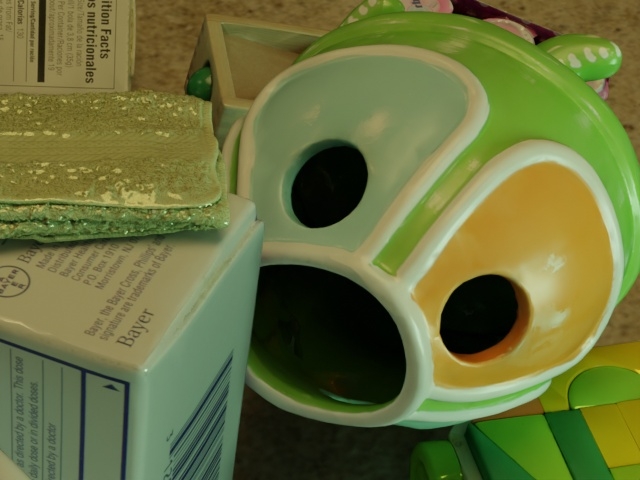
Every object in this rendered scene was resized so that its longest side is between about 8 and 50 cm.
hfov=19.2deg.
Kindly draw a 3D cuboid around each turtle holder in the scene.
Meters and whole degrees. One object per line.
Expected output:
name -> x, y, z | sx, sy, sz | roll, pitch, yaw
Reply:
turtle holder -> 0.022, -0.015, 1.128 | 0.320, 0.243, 0.227 | 27, 43, 16

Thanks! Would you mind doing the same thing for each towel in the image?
towel -> -0.123, -0.042, 0.974 | 0.148, 0.027, 0.110 | -2, 40, -13

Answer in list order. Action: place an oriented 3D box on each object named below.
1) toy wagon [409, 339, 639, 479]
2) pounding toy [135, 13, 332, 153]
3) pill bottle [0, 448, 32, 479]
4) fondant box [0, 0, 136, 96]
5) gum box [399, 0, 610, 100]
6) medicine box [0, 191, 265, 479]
toy wagon -> 0.215, 0.199, 1.120 | 0.267, 0.068, 0.344 | -7, 44, -15
pounding toy -> -0.054, -0.099, 1.406 | 0.141, 0.100, 0.130 | 6, 41, -18
pill bottle -> -0.264, 0.256, 0.853 | 0.363, 0.210, 0.210 | -40, 59, -23
fondant box -> -0.297, -0.151, 1.327 | 0.330, 0.096, 0.238 | 2, 6, -7
gum box -> 0.122, -0.114, 1.424 | 0.188, 0.107, 0.062 | 26, 45, 19
medicine box -> -0.200, 0.073, 1.054 | 0.289, 0.263, 0.149 | 19, 42, 12
